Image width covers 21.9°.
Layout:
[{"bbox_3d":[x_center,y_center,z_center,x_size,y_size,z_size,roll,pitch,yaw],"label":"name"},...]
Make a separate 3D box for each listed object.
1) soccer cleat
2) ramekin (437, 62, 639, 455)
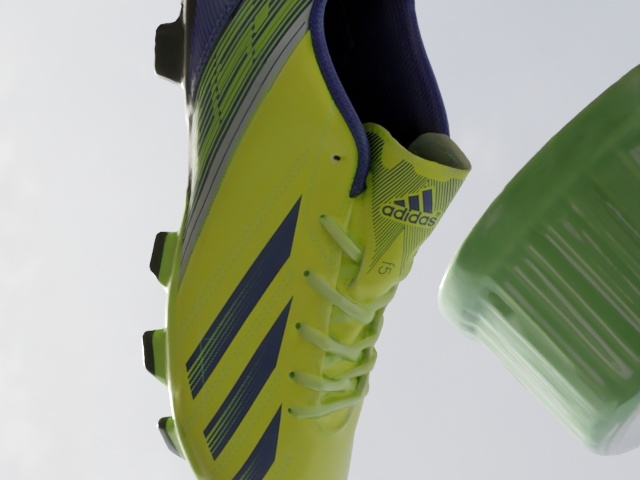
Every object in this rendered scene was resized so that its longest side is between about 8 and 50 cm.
[{"bbox_3d":[-0.001,0.000,0.661,0.121,0.093,0.289,8,-72,25],"label":"soccer cleat"},{"bbox_3d":[0.239,0.004,1.086,0.303,0.303,0.148,-45,-110,15],"label":"ramekin"}]
